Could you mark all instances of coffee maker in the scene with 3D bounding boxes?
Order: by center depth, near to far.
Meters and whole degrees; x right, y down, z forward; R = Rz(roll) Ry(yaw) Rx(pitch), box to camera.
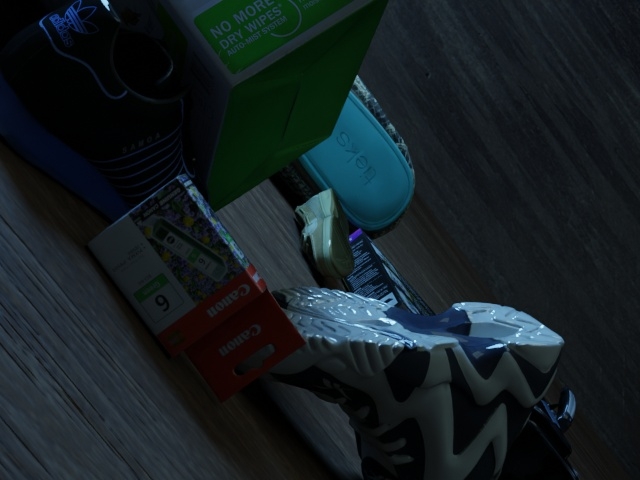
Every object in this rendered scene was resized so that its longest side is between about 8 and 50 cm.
[{"bbox_3d":[0.152,0.171,1.450,0.171,0.120,0.178,30,10,-7],"label":"coffee maker"}]

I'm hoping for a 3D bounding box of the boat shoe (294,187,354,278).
[{"bbox_3d":[-0.001,-0.002,1.493,0.153,0.048,0.056,-95,162,-63],"label":"boat shoe"}]

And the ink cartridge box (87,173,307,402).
[{"bbox_3d":[-0.065,0.028,0.849,0.115,0.063,0.029,54,6,-3],"label":"ink cartridge box"}]

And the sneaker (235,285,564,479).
[{"bbox_3d":[0.036,0.117,1.010,0.235,0.153,0.094,2,19,-35],"label":"sneaker"}]

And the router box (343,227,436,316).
[{"bbox_3d":[0.089,0.086,1.607,0.179,0.046,0.133,48,9,-38],"label":"router box"}]

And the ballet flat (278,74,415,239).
[{"bbox_3d":[-0.073,-0.198,1.591,0.483,0.164,0.182,56,-16,-29],"label":"ballet flat"}]

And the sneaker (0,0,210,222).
[{"bbox_3d":[-0.105,-0.065,0.915,0.081,0.090,0.232,57,9,24],"label":"sneaker"}]

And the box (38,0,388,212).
[{"bbox_3d":[-0.090,-0.167,1.016,0.231,0.127,0.262,54,-16,9],"label":"box"}]
